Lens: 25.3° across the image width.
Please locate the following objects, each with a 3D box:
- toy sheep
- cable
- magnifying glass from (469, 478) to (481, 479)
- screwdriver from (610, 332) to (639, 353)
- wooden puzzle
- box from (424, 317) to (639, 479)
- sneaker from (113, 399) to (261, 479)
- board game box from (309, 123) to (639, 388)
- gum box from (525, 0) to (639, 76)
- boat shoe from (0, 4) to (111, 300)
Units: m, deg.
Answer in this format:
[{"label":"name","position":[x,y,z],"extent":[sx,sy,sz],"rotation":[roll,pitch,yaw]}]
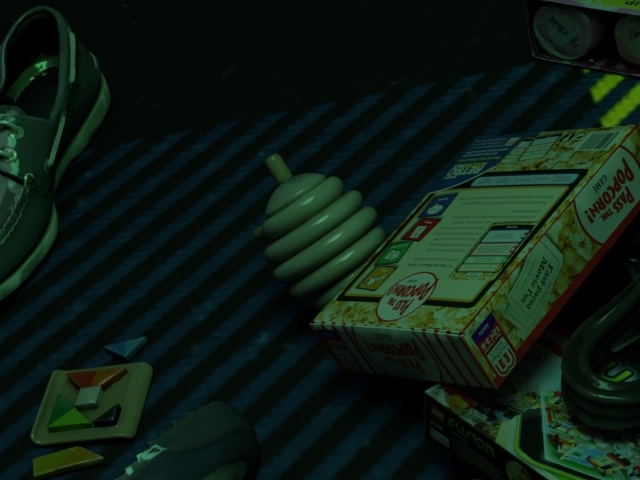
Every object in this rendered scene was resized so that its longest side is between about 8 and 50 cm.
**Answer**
[{"label":"toy sheep","position":[0.000,0.000,0.961],"extent":[0.091,0.132,0.091],"rotation":[-37,6,4]},{"label":"cable","position":[0.213,0.026,0.897],"extent":[0.139,0.072,0.287],"rotation":[8,41,5]},{"label":"magnifying glass","position":[0.088,0.182,0.719],"extent":[0.092,0.026,0.231],"rotation":[-17,15,4]},{"label":"screwdriver","position":[0.249,0.038,0.916],"extent":[0.170,0.025,0.024],"rotation":[-32,42,-7]},{"label":"wooden puzzle","position":[-0.154,0.109,0.959],"extent":[0.078,0.014,0.116],"rotation":[-9,39,7]},{"label":"box","position":[0.168,0.124,0.805],"extent":[0.114,0.036,0.207],"rotation":[-26,39,-30]},{"label":"sneaker","position":[-0.096,0.227,0.749],"extent":[0.131,0.112,0.319],"rotation":[25,55,17]},{"label":"board game box","position":[0.104,0.005,0.890],"extent":[0.193,0.045,0.146],"rotation":[-46,25,-26]},{"label":"gum box","position":[0.272,-0.182,1.128],"extent":[0.188,0.062,0.107],"rotation":[16,49,33]},{"label":"boat shoe","position":[-0.258,-0.069,1.134],"extent":[0.116,0.099,0.319],"rotation":[0,42,17]}]
